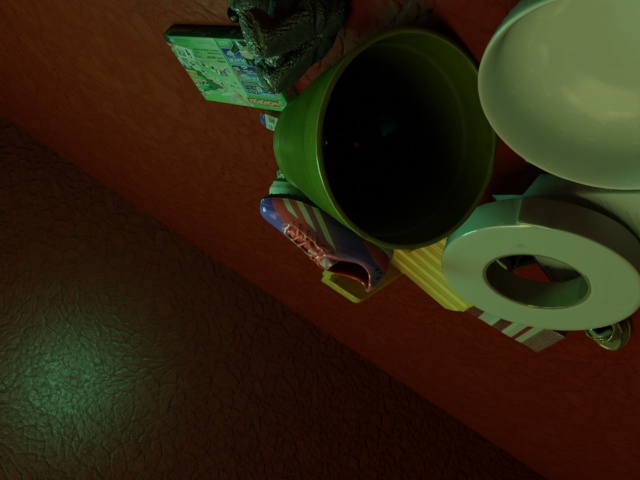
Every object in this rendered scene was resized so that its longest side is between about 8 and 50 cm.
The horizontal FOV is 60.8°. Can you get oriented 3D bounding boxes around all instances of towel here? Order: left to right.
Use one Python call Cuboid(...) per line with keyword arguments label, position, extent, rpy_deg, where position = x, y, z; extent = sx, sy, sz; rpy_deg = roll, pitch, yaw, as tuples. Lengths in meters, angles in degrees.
Cuboid(label="towel", position=(0.556, 0.223, 1.663), extent=(0.329, 0.037, 0.237), rpy_deg=(30, 161, 12))

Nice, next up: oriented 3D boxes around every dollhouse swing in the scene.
Cuboid(label="dollhouse swing", position=(0.242, 0.090, 1.392), extent=(0.304, 0.315, 0.347), rpy_deg=(54, 148, 11))

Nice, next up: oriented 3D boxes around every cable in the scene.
Cuboid(label="cable", position=(0.474, 0.074, 1.395), extent=(0.139, 0.072, 0.287), rpy_deg=(39, 158, -16))

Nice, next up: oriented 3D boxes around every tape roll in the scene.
Cuboid(label="tape roll", position=(0.444, 0.060, 1.119), extent=(0.393, 0.072, 0.392), rpy_deg=(18, 150, 11))

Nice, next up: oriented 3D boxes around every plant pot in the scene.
Cuboid(label="plant pot", position=(0.077, -0.190, 1.061), extent=(0.366, 0.366, 0.353), rpy_deg=(44, 168, -26))

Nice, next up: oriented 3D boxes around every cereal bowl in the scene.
Cuboid(label="cereal bowl", position=(0.399, -0.229, 0.742), extent=(0.339, 0.141, 0.339), rpy_deg=(29, 159, 12))

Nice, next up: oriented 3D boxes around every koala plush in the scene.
Cuboid(label="koala plush", position=(-0.088, -0.431, 1.003), extent=(0.221, 0.203, 0.196), rpy_deg=(50, 175, 13))

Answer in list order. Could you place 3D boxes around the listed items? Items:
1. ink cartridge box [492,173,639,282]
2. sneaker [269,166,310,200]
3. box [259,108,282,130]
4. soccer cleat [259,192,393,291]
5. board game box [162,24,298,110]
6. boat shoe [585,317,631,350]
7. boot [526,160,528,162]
Cuboid(label="ink cartridge box", position=(0.564, -0.011, 1.089), extent=(0.330, 0.071, 0.324), rpy_deg=(8, 149, 52))
Cuboid(label="sneaker", position=(-0.033, -0.188, 1.405), extent=(0.158, 0.181, 0.410), rpy_deg=(6, -171, 1))
Cuboid(label="box", position=(-0.089, -0.299, 1.405), extent=(0.136, 0.028, 0.081), rpy_deg=(23, 166, 3))
Cuboid(label="soccer cleat", position=(0.000, 0.000, 1.189), extent=(0.319, 0.116, 0.108), rpy_deg=(26, 148, 2))
Cuboid(label="board game box", position=(-0.218, -0.421, 1.335), extent=(0.318, 0.046, 0.213), rpy_deg=(17, 155, 34))
Cuboid(label="boat shoe", position=(0.684, 0.199, 1.333), extent=(0.109, 0.098, 0.302), rpy_deg=(14, 152, 41))
Cuboid(label="boot", position=(0.379, -0.194, 0.938), extent=(0.086, 0.069, 0.190), rpy_deg=(5, 164, 41))
